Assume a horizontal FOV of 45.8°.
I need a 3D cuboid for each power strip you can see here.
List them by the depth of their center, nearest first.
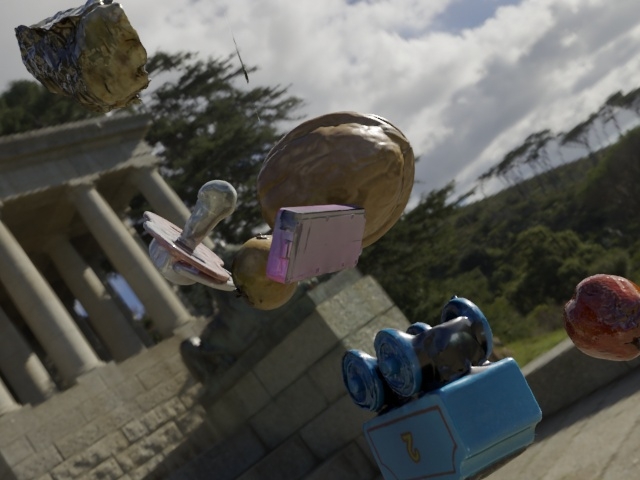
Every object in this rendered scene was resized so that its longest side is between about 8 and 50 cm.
[{"bbox_3d":[0.000,0.000,1.205,0.279,0.038,0.109,-9,-68,-63],"label":"power strip"}]

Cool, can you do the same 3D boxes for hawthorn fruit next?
[{"bbox_3d":[0.570,0.154,1.472,0.174,0.173,0.179,-30,22,-35],"label":"hawthorn fruit"}]

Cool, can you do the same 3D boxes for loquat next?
[{"bbox_3d":[-0.114,0.060,1.656,0.172,0.150,0.204,101,-166,-60],"label":"loquat"}]

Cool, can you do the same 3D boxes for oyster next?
[{"bbox_3d":[-0.306,-0.238,0.971,0.110,0.341,0.166,-39,-48,-21],"label":"oyster"}]

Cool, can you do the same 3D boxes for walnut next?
[{"bbox_3d":[0.034,-0.113,1.459,0.313,0.251,0.277,-30,-19,13],"label":"walnut"}]

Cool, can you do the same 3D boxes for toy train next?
[{"bbox_3d":[0.175,0.251,1.178,0.188,0.264,0.300,-19,-15,-26],"label":"toy train"}]

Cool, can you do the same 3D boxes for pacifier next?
[{"bbox_3d":[-0.307,-0.006,1.799,0.221,0.272,0.332,-2,11,-12],"label":"pacifier"}]

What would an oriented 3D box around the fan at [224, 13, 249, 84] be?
[{"bbox_3d":[-0.189,-0.421,1.896,0.010,0.182,0.310,-18,-45,-2],"label":"fan"}]
